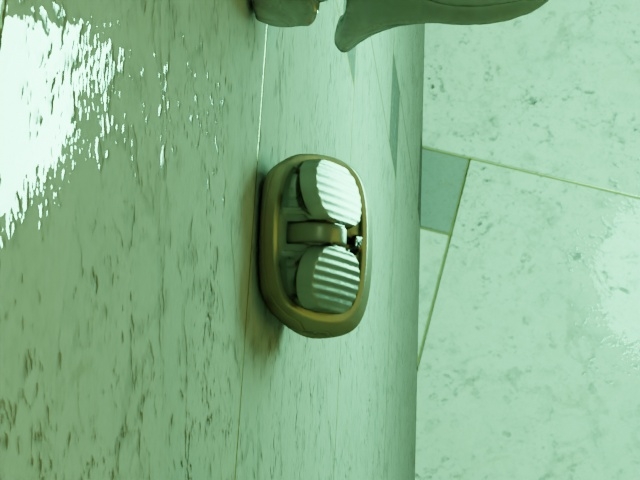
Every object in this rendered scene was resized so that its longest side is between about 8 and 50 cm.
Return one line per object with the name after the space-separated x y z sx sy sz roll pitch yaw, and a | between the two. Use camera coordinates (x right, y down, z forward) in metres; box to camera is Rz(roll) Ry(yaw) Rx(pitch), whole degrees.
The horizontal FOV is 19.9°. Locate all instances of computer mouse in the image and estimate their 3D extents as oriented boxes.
0.001 0.007 1.511 0.236 0.082 0.145 61 31 -79 | computer mouse

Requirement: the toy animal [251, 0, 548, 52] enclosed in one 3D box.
0.081 -0.251 1.392 0.272 0.265 0.206 84 11 -56 | toy animal
